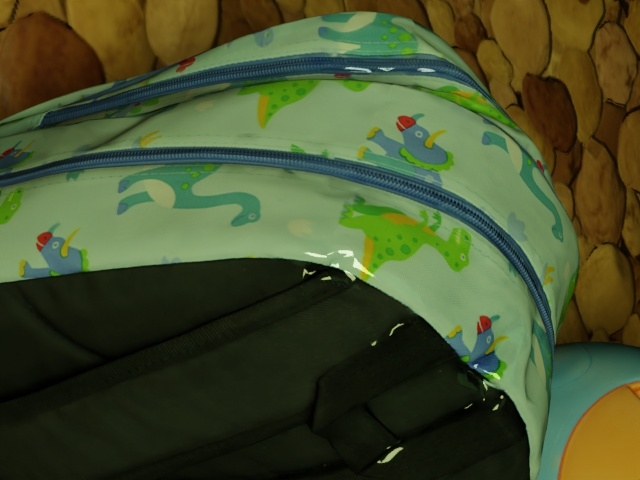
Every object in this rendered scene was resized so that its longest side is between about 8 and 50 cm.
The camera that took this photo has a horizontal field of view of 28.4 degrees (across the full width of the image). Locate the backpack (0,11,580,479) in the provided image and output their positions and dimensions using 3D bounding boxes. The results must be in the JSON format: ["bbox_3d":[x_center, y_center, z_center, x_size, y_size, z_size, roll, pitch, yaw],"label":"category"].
[{"bbox_3d":[-0.053,0.039,0.624,0.290,0.355,0.273,53,52,-28],"label":"backpack"}]

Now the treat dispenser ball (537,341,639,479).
[{"bbox_3d":[0.199,0.217,0.914,0.288,0.288,0.288,4,85,-45],"label":"treat dispenser ball"}]
